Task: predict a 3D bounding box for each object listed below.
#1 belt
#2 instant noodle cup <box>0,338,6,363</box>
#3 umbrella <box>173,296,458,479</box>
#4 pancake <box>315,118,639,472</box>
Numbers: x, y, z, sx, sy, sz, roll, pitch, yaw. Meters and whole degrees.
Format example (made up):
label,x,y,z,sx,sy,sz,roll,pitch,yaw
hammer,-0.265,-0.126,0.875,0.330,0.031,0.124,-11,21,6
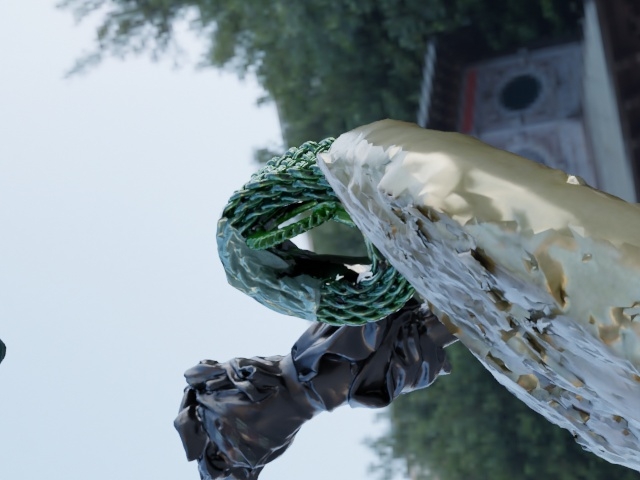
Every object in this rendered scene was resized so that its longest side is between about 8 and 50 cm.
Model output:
label,x,y,z,sx,sy,sz,roll,pitch,yaw
belt,0.000,0.000,0.963,0.079,0.151,0.121,-54,-44,-54
instant noodle cup,-0.402,0.112,1.357,0.179,0.070,0.157,39,-99,-16
umbrella,0.002,0.113,1.215,0.122,0.272,0.110,55,-162,-28
pancake,0.138,0.064,0.492,0.065,0.356,0.356,-56,-38,-4
